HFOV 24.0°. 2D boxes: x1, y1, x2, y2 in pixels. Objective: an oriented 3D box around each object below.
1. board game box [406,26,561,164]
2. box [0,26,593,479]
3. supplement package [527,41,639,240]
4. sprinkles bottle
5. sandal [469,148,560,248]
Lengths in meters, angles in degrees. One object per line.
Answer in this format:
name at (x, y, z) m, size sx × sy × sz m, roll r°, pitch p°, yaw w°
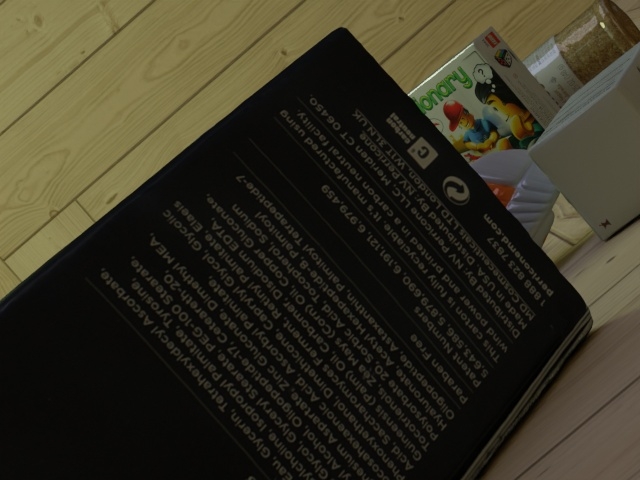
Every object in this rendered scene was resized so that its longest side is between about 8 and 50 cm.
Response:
board game box at (0.193, -0.136, 2.030) m, size 0.053 × 0.193 × 0.305 m, roll -43°, pitch 4°, yaw -37°
box at (-0.139, 0.164, 1.092) m, size 0.472 × 0.297 × 0.480 m, roll -46°, pitch 6°, yaw -40°
supplement package at (0.276, -0.096, 1.357) m, size 0.105 × 0.105 × 0.179 m, roll -38°, pitch 5°, yaw 31°
sprinkles bottle at (0.305, -0.197, 2.175) m, size 0.355 × 0.121 × 0.121 m, roll -39°, pitch 4°, yaw 23°
sandal at (0.137, 0.033, 1.392) m, size 0.265 × 0.102 × 0.076 m, roll -57°, pitch -34°, yaw -16°
